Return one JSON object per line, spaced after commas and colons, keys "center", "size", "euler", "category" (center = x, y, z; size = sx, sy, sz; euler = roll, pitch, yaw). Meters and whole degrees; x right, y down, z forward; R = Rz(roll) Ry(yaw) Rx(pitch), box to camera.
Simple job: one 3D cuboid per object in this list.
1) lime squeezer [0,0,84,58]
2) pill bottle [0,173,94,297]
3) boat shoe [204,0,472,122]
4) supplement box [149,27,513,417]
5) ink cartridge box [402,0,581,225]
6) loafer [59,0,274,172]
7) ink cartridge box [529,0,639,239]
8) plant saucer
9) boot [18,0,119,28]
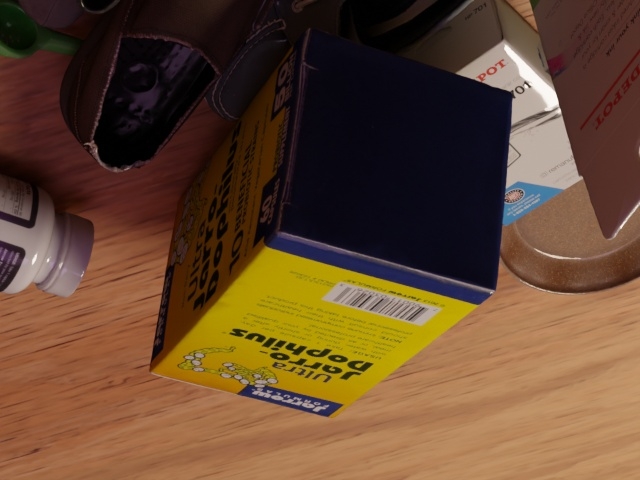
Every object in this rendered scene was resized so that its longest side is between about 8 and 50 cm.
{"center": [-0.297, -0.166, 1.491], "size": [0.310, 0.059, 0.110], "euler": [-2, 135, -6], "category": "lime squeezer"}
{"center": [-0.317, -0.012, 1.607], "size": [0.193, 0.108, 0.108], "euler": [20, 130, -24], "category": "pill bottle"}
{"center": [0.019, -0.188, 1.474], "size": [0.319, 0.099, 0.116], "euler": [-33, 130, 24], "category": "boat shoe"}
{"center": [0.000, 0.000, 1.511], "size": [0.195, 0.194, 0.356], "euler": [16, 153, -16], "category": "supplement box"}
{"center": [0.163, -0.119, 1.575], "size": [0.140, 0.082, 0.191], "euler": [-34, 131, 25], "category": "ink cartridge box"}
{"center": [-0.095, -0.196, 1.410], "size": [0.134, 0.130, 0.366], "euler": [18, 120, -23], "category": "loafer"}
{"center": [0.284, -0.169, 1.343], "size": [0.119, 0.353, 0.207], "euler": [17, 131, -22], "category": "ink cartridge box"}
{"center": [0.269, -0.025, 1.714], "size": [0.199, 0.036, 0.198], "euler": [-3, 136, -3], "category": "plant saucer"}
{"center": [-0.187, -0.233, 1.361], "size": [0.083, 0.161, 0.246], "euler": [17, 131, -22], "category": "boot"}
